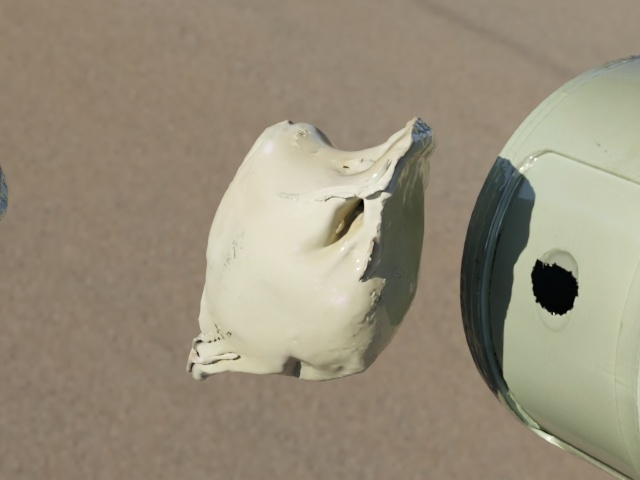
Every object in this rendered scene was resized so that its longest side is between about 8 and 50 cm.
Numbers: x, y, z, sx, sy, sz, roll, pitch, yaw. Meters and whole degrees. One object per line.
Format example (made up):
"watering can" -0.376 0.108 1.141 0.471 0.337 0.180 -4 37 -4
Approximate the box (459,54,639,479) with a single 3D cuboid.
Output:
"box" 0.204 0.025 0.977 0.226 0.226 0.149 -3 18 -33

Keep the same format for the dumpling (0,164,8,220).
"dumpling" -0.363 -0.075 0.917 0.315 0.233 0.395 35 21 34

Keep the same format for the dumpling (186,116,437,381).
"dumpling" 0.000 0.000 0.939 0.118 0.199 0.136 41 37 -9
